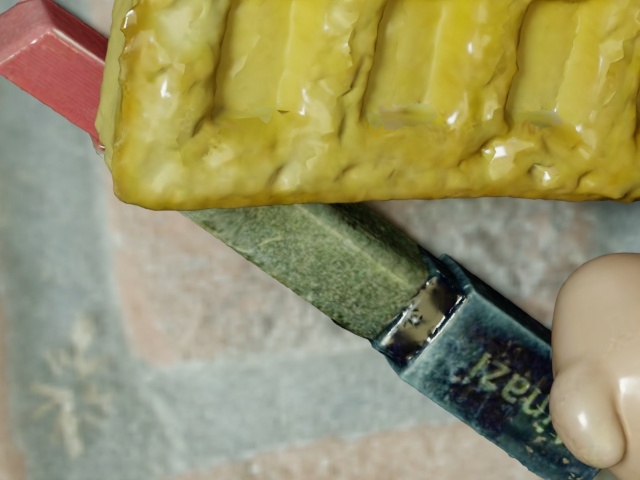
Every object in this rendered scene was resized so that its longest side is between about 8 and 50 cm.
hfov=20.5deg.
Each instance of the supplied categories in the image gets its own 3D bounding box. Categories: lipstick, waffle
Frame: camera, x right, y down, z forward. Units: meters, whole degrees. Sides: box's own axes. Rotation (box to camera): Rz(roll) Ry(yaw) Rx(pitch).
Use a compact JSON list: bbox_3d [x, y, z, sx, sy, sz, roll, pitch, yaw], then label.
[{"bbox_3d":[0.000,0.000,0.713,0.312,0.051,0.051,36,101,-21],"label":"lipstick"},{"bbox_3d":[0.053,-0.096,0.653,0.274,0.057,0.168,-1,114,-26],"label":"waffle"}]

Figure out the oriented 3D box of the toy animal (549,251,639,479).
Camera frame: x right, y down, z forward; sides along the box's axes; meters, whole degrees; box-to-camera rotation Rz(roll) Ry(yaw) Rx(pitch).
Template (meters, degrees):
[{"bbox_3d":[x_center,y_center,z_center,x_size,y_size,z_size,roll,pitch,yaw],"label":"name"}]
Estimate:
[{"bbox_3d":[0.194,0.030,0.667,0.198,0.171,0.171,-38,114,19],"label":"toy animal"}]
